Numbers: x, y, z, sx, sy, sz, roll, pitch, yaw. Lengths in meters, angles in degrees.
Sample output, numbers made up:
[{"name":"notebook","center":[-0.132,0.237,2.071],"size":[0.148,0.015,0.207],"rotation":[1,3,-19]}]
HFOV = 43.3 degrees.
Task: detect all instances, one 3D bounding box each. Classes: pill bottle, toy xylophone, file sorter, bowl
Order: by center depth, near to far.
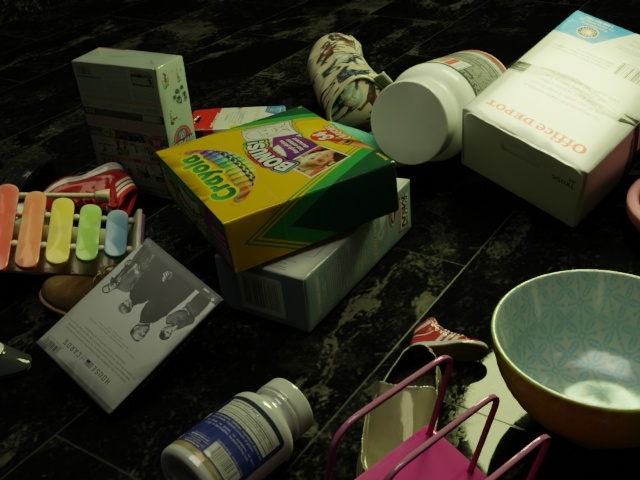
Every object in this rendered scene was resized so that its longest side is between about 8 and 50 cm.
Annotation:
[{"name":"file sorter","center":[0.161,0.291,0.826],"size":[0.202,0.182,0.290],"rotation":[-27,51,-33]},{"name":"pill bottle","center":[-0.101,0.262,1.040],"size":[0.112,0.112,0.186],"rotation":[22,40,37]},{"name":"bowl","center":[0.369,0.180,1.063],"size":[0.289,0.156,0.289],"rotation":[-4,31,3]},{"name":"toy xylophone","center":[-0.494,-0.027,1.509],"size":[0.322,0.081,0.236],"rotation":[-3,51,-19]},{"name":"pill bottle","center":[0.267,-0.289,1.747],"size":[0.210,0.210,0.363],"rotation":[14,24,28]}]

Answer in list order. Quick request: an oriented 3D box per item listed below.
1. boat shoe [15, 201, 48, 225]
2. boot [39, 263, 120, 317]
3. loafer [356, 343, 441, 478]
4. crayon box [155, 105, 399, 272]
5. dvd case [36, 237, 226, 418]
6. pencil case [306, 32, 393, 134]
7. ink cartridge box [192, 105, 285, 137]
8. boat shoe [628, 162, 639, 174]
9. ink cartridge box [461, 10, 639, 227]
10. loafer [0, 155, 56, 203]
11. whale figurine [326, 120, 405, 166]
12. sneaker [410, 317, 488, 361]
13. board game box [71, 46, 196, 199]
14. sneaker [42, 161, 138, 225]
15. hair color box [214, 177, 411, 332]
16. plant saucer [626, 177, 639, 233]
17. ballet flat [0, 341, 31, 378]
[{"name":"boat shoe","center":[-0.630,0.022,1.541],"size":[0.096,0.098,0.277],"rotation":[26,51,39]},{"name":"boot","center":[-0.356,0.080,1.381],"size":[0.305,0.115,0.112],"rotation":[7,35,21]},{"name":"loafer","center":[0.106,0.235,1.072],"size":[0.101,0.092,0.269],"rotation":[3,32,13]},{"name":"crayon box","center":[-0.087,-0.110,1.446],"size":[0.313,0.106,0.363],"rotation":[-20,31,-20]},{"name":"dvd case","center":[-0.290,0.128,1.239],"size":[0.179,0.030,0.239],"rotation":[36,71,23]},{"name":"pencil case","center":[0.072,-0.409,2.071],"size":[0.183,0.160,0.410],"rotation":[-33,30,10]},{"name":"ink cartridge box","center":[-0.202,-0.265,1.961],"size":[0.230,0.078,0.134],"rotation":[-2,31,6]},{"name":"boat shoe","center":[0.611,-0.210,1.727],"size":[0.319,0.099,0.116],"rotation":[3,32,14]},{"name":"ink cartridge box","center":[0.511,-0.254,1.615],"size":[0.395,0.166,0.285],"rotation":[-40,56,-23]},{"name":"loafer","center":[-0.670,-0.125,1.801],"size":[0.078,0.076,0.223],"rotation":[12,38,12]},{"name":"whale figurine","center":[0.066,-0.195,1.746],"size":[0.271,0.141,0.216],"rotation":[-13,31,-19]},{"name":"sneaker","center":[0.198,0.152,1.245],"size":[0.118,0.042,0.067],"rotation":[-1,34,10]},{"name":"board game box","center":[-0.391,-0.251,1.748],"size":[0.223,0.304,0.097],"rotation":[12,35,26]},{"name":"sneaker","center":[-0.488,-0.080,1.694],"size":[0.221,0.087,0.128],"rotation":[-35,50,-20]},{"name":"hair color box","center":[0.000,0.000,1.459],"size":[0.185,0.114,0.374],"rotation":[14,36,30]},{"name":"plant saucer","center":[0.718,-0.033,1.435],"size":[0.331,0.084,0.332],"rotation":[-3,32,2]},{"name":"ballet flat","center":[-0.566,0.184,1.280],"size":[0.203,0.074,0.074],"rotation":[-3,31,3]}]
